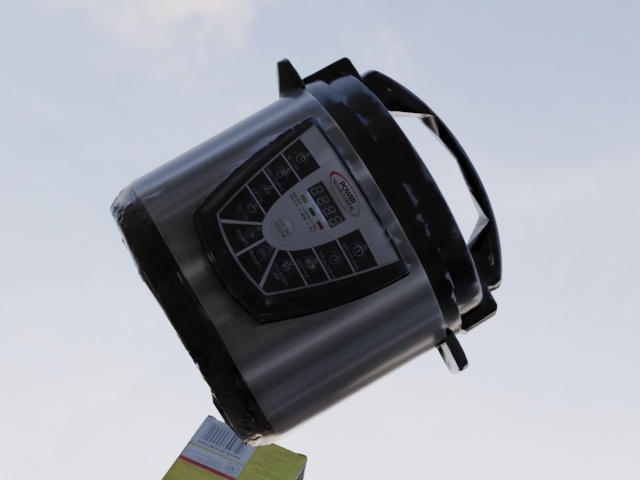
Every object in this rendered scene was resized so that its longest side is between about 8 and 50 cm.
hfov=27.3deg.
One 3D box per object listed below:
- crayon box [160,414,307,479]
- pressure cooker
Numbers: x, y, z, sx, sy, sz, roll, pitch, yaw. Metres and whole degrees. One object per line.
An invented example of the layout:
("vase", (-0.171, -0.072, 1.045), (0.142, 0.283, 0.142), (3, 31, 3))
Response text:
("crayon box", (-0.178, 0.451, 2.201), (0.202, 0.318, 0.081), (21, -51, 14))
("pressure cooker", (-0.001, -0.001, 1.603), (0.375, 0.420, 0.370), (53, -11, 52))
